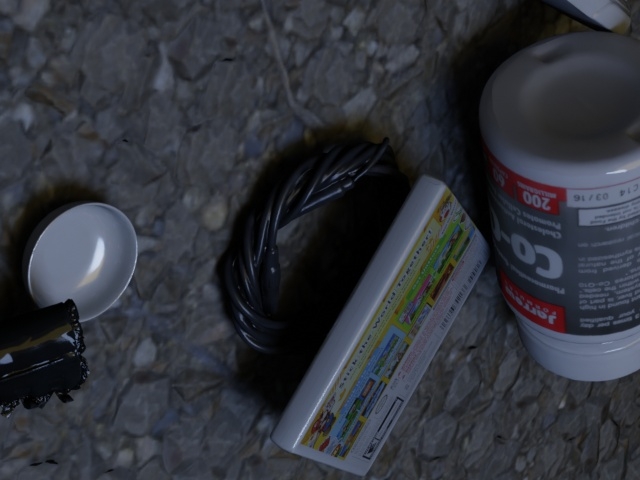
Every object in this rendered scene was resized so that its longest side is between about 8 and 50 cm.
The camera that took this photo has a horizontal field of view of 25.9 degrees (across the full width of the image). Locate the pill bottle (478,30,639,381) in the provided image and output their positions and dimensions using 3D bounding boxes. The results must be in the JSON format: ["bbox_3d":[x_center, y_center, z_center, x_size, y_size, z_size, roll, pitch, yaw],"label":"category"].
[{"bbox_3d":[0.221,-0.017,1.150,0.161,0.161,0.283,-41,143,-23],"label":"pill bottle"}]

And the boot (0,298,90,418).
[{"bbox_3d":[-0.198,0.058,0.860,0.099,0.045,0.121,-13,126,-15],"label":"boot"}]

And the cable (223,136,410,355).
[{"bbox_3d":[0.000,0.000,1.052,0.150,0.047,0.184,22,98,-42],"label":"cable"}]

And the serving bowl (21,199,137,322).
[{"bbox_3d":[-0.160,0.011,0.907,0.083,0.027,0.083,-20,122,-36],"label":"serving bowl"}]

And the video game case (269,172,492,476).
[{"bbox_3d":[0.055,0.075,1.099,0.227,0.026,0.206,-60,158,-4],"label":"video game case"}]

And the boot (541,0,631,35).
[{"bbox_3d":[0.185,-0.255,1.065,0.258,0.095,0.123,26,97,-46],"label":"boot"}]
